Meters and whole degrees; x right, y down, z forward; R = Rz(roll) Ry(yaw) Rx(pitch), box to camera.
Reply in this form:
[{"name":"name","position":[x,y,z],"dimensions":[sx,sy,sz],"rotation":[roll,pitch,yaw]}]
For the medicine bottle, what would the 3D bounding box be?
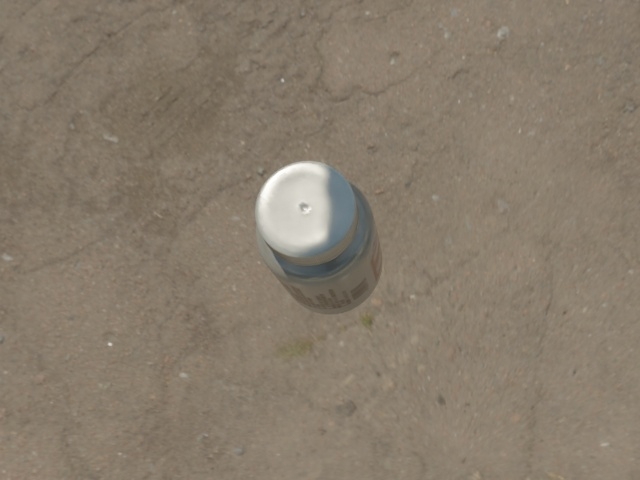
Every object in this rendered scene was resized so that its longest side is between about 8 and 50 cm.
[{"name":"medicine bottle","position":[0.000,0.000,0.508],"dimensions":[0.079,0.140,0.079],"rotation":[-2,73,8]}]
